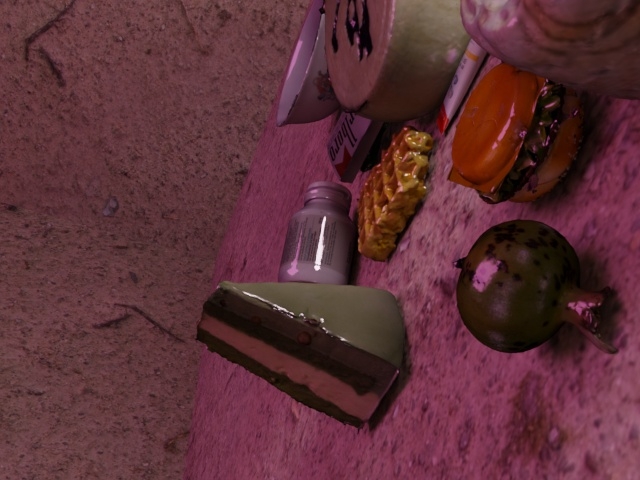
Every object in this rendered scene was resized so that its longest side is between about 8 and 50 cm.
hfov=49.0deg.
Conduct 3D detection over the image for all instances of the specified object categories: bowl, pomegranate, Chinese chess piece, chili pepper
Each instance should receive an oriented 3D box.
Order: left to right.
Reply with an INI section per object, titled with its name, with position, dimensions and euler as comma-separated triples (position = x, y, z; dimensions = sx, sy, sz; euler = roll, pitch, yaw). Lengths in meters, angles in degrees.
[bowl]
position = 0.016, -0.422, 1.738
dimensions = 0.345, 0.157, 0.346
euler = -163, 90, -76
[chili pepper]
position = 0.100, -0.278, 1.397
dimensions = 0.122, 0.065, 0.279
euler = -32, 53, 45
[Chinese chess piece]
position = 0.112, -0.367, 1.129
dimensions = 0.349, 0.146, 0.350
euler = 177, 90, -73
[pomegranate]
position = 0.191, 0.047, 0.618
dimensions = 0.161, 0.122, 0.122
euler = 25, 101, 38

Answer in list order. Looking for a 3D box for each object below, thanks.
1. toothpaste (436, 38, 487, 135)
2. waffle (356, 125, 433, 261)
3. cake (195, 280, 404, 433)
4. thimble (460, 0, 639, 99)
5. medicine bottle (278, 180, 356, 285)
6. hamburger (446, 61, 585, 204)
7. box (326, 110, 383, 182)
[toothpaste]
position = 0.210, -0.240, 1.019
dimensions = 0.048, 0.031, 0.190
euler = -96, 22, -50
[waffle]
position = 0.122, -0.089, 1.140
dimensions = 0.161, 0.055, 0.211
euler = -88, 20, -48
[cake]
position = -0.024, 0.125, 1.040
dimensions = 0.158, 0.283, 0.172
euler = -64, 0, 35
[thimble]
position = 0.248, -0.262, 0.532
dimensions = 0.291, 0.195, 0.292
euler = -166, 90, -73
[medicine bottle]
position = 0.000, 0.000, 1.354
dimensions = 0.135, 0.135, 0.216
euler = 134, 149, -63
[hamburger]
position = 0.207, -0.113, 0.739
dimensions = 0.189, 0.093, 0.164
euler = -111, 41, -66
[box]
position = 0.067, -0.212, 1.339
dimensions = 0.178, 0.035, 0.115
euler = 118, 146, -41
